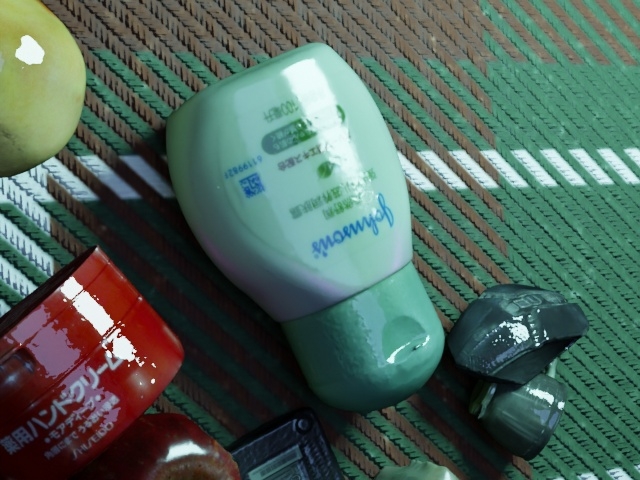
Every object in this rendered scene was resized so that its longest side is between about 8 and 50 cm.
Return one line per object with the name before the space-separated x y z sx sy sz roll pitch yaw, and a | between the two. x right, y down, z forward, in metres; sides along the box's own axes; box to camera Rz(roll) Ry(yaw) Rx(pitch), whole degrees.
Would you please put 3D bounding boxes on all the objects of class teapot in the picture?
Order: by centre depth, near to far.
teapot | 0.207 0.169 1.175 0.091 0.124 0.092 28 113 -2

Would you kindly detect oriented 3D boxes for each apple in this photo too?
apple | -0.159 0.228 0.941 0.147 0.158 0.156 7 79 -39

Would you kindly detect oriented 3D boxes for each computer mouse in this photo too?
computer mouse | 0.211 0.089 1.163 0.192 0.106 0.062 -22 134 -35

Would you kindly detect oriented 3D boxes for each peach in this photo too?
peach | -0.292 -0.142 0.914 0.184 0.184 0.184 4 82 -25

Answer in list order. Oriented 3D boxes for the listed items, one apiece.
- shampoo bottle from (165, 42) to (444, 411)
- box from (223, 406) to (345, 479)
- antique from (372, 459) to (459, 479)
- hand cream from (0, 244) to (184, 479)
shampoo bottle | 0.000 0.000 1.051 0.222 0.151 0.349 -27 96 -28
box | -0.037 0.243 1.068 0.126 0.027 0.125 -26 95 -25
antique | 0.050 0.358 1.039 0.284 0.125 0.150 -42 100 -24
hand cream | -0.219 0.108 0.911 0.125 0.193 0.193 49 67 -12
